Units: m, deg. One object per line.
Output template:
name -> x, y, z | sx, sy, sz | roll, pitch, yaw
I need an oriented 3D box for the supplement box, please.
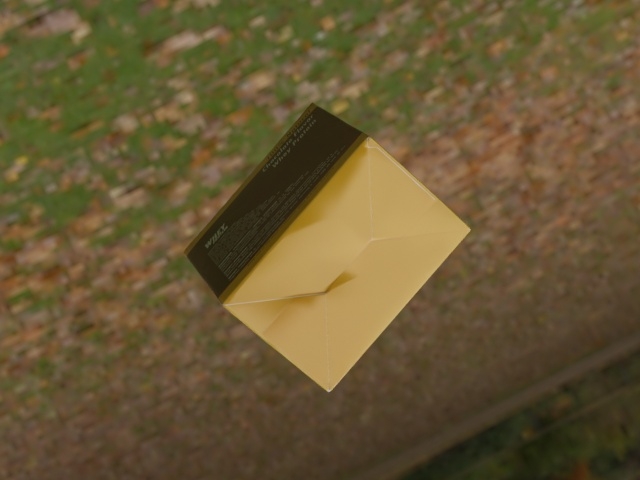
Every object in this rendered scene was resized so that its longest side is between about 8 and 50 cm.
supplement box -> 0.000, 0.000, 1.520 | 0.191, 0.129, 0.194 | -49, -160, 0
